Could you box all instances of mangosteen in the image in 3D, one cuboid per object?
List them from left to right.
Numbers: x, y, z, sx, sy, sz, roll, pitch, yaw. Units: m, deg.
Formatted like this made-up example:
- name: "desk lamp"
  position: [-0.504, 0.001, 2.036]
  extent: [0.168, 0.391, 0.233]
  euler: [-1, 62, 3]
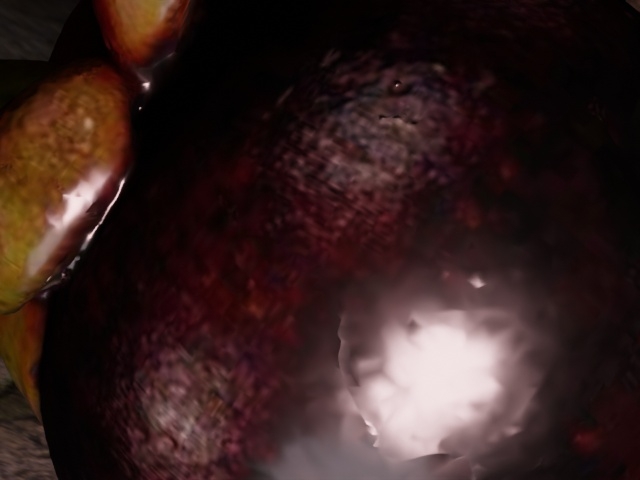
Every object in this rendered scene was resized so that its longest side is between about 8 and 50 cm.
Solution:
- name: "mangosteen"
  position: [0.000, 0.000, 0.879]
  extent: [0.435, 0.382, 0.382]
  euler: [46, 149, 9]
